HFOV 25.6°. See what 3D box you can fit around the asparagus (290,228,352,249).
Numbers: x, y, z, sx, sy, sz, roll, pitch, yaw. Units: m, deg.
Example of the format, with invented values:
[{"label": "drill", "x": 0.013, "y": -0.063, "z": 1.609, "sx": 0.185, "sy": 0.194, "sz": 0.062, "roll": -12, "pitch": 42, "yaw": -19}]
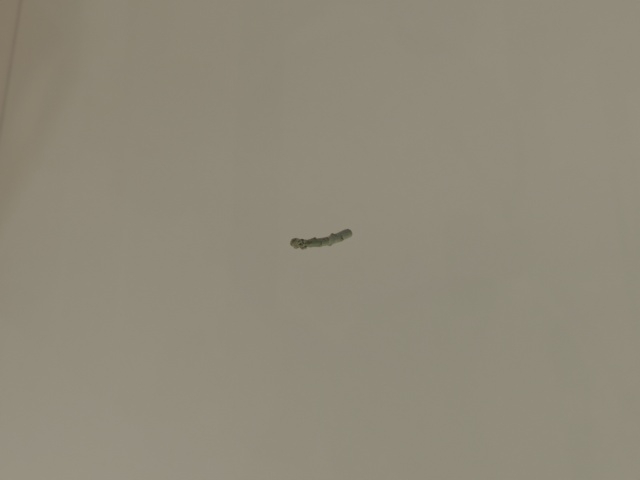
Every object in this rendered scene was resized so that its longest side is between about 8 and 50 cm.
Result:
[{"label": "asparagus", "x": 0.000, "y": 0.000, "z": 1.528, "sx": 0.016, "sy": 0.016, "sz": 0.163, "roll": -22, "pitch": 176, "yaw": 24}]
